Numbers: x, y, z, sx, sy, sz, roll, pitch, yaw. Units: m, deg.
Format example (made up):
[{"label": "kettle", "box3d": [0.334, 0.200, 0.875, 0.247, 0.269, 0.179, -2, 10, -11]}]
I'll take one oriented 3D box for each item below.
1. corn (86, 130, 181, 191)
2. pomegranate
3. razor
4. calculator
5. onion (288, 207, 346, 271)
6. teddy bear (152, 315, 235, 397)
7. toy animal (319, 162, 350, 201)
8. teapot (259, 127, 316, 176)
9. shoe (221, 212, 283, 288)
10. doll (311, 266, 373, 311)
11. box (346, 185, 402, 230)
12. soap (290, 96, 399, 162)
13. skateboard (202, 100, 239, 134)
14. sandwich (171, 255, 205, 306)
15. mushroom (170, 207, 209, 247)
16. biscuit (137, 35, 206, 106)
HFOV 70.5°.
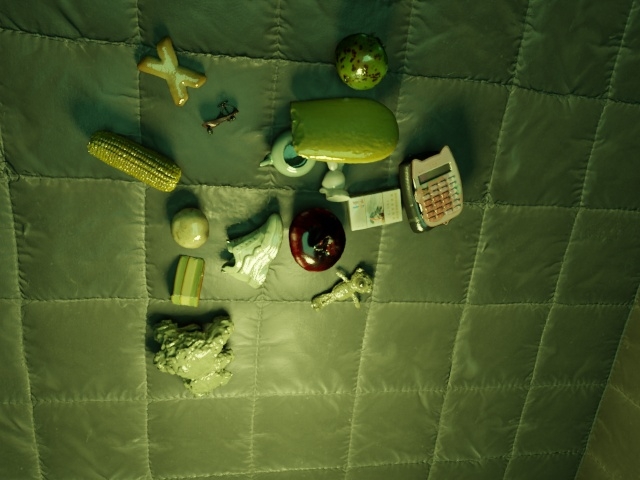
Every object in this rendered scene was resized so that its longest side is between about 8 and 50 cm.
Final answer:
[{"label": "corn", "box3d": [-0.698, -0.303, 1.710, 0.344, 0.131, 0.131, 28, 101, -17]}, {"label": "pomegranate", "box3d": [0.166, -0.696, 1.718, 0.211, 0.211, 0.263, 41, 72, -20]}, {"label": "razor", "box3d": [0.455, -0.210, 1.969, 0.204, 0.113, 0.349, -19, 108, -8]}, {"label": "calculator", "box3d": [0.487, -0.214, 1.895, 0.220, 0.048, 0.330, -24, 111, -11]}, {"label": "onion", "box3d": [0.000, 0.000, 1.875, 0.272, 0.285, 0.273, -2, 93, -27]}, {"label": "teddy bear", "box3d": [-0.548, 0.527, 2.003, 0.356, 0.225, 0.368, -5, 124, -11]}, {"label": "toy animal", "box3d": [0.054, -0.275, 1.890, 0.103, 0.130, 0.221, -1, 84, -39]}, {"label": "teapot", "box3d": [-0.102, -0.348, 1.809, 0.294, 0.129, 0.193, -14, 111, -6]}, {"label": "shoe", "box3d": [-0.290, 0.027, 1.896, 0.210, 0.132, 0.342, 20, 107, -19]}, {"label": "doll", "box3d": [0.097, 0.225, 2.070, 0.285, 0.091, 0.203, -2, 97, 1]}, {"label": "box", "box3d": [0.233, -0.142, 1.975, 0.233, 0.067, 0.150, -11, 109, -6]}, {"label": "soap", "box3d": [0.095, -0.434, 1.769, 0.426, 0.306, 0.115, -1, 151, -6]}, {"label": "skateboard", "box3d": [-0.391, -0.479, 1.754, 0.151, 0.067, 0.080, -32, 101, -5]}, {"label": "sandwich", "box3d": [-0.570, 0.178, 1.957, 0.117, 0.144, 0.188, 11, 70, -14]}, {"label": "mushroom", "box3d": [-0.527, -0.051, 1.833, 0.166, 0.127, 0.167, 1, 98, 10]}, {"label": "biscuit", "box3d": [-0.548, -0.624, 1.677, 0.164, 0.047, 0.208, -44, 110, 4]}]
